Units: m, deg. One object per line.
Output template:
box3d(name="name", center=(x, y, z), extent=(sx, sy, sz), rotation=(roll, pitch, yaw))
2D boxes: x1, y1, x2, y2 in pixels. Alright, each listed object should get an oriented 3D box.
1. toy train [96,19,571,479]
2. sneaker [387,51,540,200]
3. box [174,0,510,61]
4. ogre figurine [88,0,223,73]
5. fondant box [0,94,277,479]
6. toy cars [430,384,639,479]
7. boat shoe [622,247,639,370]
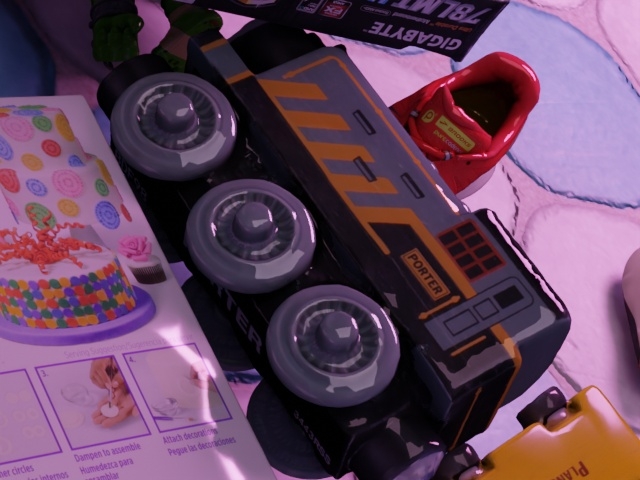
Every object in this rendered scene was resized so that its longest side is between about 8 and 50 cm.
box3d(name="toy train", center=(0.000, 0.000, 1.054), extent=(0.190, 0.142, 0.334), rotation=(-25, 64, -24))
box3d(name="sneaker", center=(0.056, -0.057, 1.198), extent=(0.107, 0.118, 0.279), rotation=(46, 51, 2))
box3d(name="box", center=(-0.046, -0.269, 1.133), extent=(0.293, 0.073, 0.295), rotation=(8, 50, -35))
box3d(name="ogre figurine", center=(-0.082, -0.195, 1.225), extent=(0.197, 0.097, 0.118), rotation=(-28, 63, -2))
box3d(name="fondant box", center=(-0.181, 0.078, 0.920), extent=(0.238, 0.096, 0.330), rotation=(-7, 60, -42))
box3d(name="toy cars", center=(0.115, 0.252, 1.029), extent=(0.176, 0.087, 0.393), rotation=(23, 48, -15))
box3d(name="boat shoe", center=(0.264, 0.062, 1.333), extent=(0.043, 0.049, 0.137), rotation=(67, 17, -44))
